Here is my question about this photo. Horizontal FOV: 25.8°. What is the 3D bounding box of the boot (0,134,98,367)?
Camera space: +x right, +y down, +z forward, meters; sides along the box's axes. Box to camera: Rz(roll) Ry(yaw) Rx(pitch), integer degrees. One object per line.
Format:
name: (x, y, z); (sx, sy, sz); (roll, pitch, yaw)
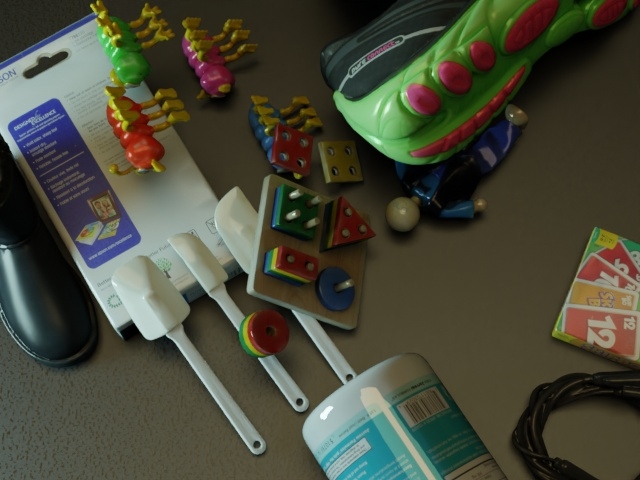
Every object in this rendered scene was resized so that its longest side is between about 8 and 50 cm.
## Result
boot: (-0.317, 0.000, 1.413); (0.094, 0.207, 0.246); (-25, 74, -6)

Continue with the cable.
cable: (0.288, 0.207, 1.416); (0.185, 0.047, 0.150); (-4, 80, 5)

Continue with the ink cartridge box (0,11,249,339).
ink cartridge box: (-0.225, -0.073, 1.509); (0.165, 0.065, 0.332); (-30, 75, -7)

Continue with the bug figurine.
bug figurine: (-0.138, -0.152, 1.480); (0.279, 0.072, 0.216); (-1, 56, -44)

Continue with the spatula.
spatula: (-0.084, 0.089, 1.439); (0.168, 0.019, 0.242); (-36, 95, -13)

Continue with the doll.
doll: (0.136, -0.082, 1.507); (0.129, 0.046, 0.189); (37, 74, 17)

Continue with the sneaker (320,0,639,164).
sneaker: (0.194, -0.282, 1.494); (0.483, 0.185, 0.202); (-37, 55, -22)

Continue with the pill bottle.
pill bottle: (0.107, 0.251, 1.350); (0.146, 0.146, 0.264); (-31, 74, -8)

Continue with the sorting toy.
sorting toy: (0.000, 0.000, 1.445); (0.132, 0.046, 0.274); (22, 62, -29)

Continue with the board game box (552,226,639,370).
board game box: (0.385, 0.091, 1.453); (0.259, 0.039, 0.124); (22, 75, 6)
